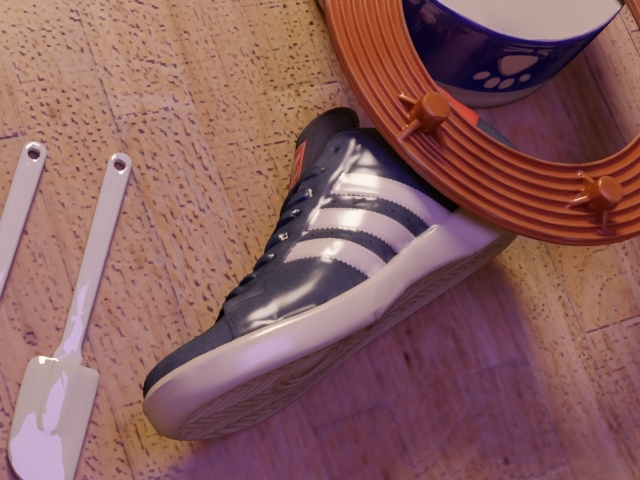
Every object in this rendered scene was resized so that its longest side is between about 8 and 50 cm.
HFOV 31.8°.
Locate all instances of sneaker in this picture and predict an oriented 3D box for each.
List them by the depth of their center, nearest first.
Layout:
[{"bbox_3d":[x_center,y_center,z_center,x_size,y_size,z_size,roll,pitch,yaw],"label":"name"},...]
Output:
[{"bbox_3d":[0.000,0.000,0.762,0.350,0.131,0.148,-30,76,-36],"label":"sneaker"}]

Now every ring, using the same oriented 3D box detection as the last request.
[{"bbox_3d":[0.159,-0.156,0.816,0.336,0.032,0.336,10,63,-21],"label":"ring"}]

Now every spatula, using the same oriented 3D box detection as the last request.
[{"bbox_3d":[-0.211,0.027,0.711,0.168,0.019,0.242,17,63,-16],"label":"spatula"}]

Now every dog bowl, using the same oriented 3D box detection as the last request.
[{"bbox_3d":[0.123,-0.249,0.924,0.265,0.104,0.265,9,66,-20],"label":"dog bowl"}]
